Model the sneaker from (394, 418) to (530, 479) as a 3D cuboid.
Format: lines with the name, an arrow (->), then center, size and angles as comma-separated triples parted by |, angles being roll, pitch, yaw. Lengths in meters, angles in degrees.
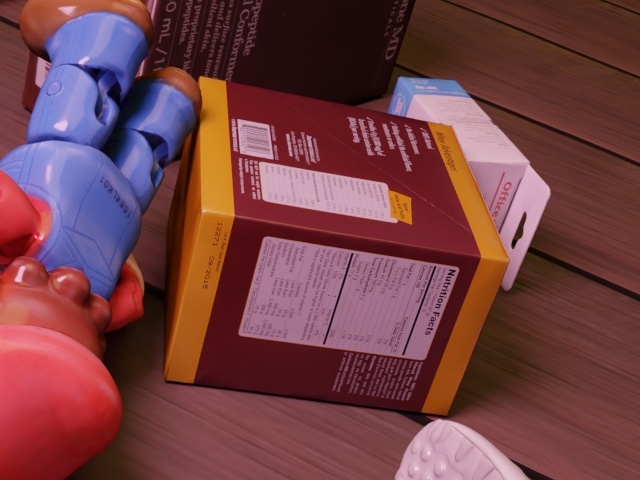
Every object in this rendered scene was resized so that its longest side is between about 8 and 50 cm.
sneaker -> 0.123, 0.188, 0.589 | 0.095, 0.090, 0.235 | 7, 34, -40

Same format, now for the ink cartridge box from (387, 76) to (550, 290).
ink cartridge box -> 0.109, -0.049, 0.931 | 0.060, 0.104, 0.180 | 2, 33, -24

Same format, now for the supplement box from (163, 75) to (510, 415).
supplement box -> 0.000, 0.000, 0.772 | 0.194, 0.129, 0.191 | 10, 31, -12

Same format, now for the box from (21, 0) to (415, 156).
box -> -0.070, -0.208, 1.021 | 0.143, 0.191, 0.381 | 33, 35, 25

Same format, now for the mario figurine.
mario figurine -> -0.182, 0.005, 0.637 | 0.198, 0.170, 0.320 | 29, 50, -18
